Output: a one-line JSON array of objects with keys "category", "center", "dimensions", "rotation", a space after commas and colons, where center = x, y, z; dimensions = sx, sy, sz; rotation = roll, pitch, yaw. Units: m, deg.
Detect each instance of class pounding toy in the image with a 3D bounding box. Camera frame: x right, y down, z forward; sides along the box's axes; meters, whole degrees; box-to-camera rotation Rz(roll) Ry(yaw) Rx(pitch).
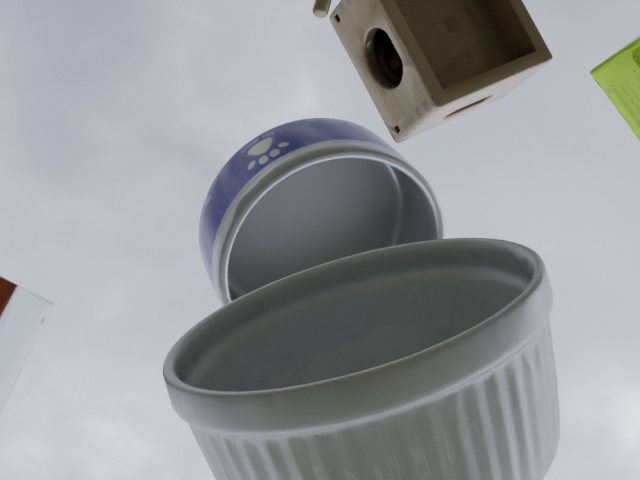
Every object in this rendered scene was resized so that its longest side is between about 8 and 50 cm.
[{"category": "pounding toy", "center": [0.058, -0.194, 0.820], "dimensions": [0.181, 0.094, 0.206], "rotation": [-26, -95, -25]}]

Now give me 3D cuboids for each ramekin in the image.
[{"category": "ramekin", "center": [0.029, 0.084, 0.527], "dimensions": [0.207, 0.207, 0.109], "rotation": [-21, -77, -20]}]

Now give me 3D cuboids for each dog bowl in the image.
[{"category": "dog bowl", "center": [0.000, 0.000, 1.102], "dimensions": [0.265, 0.265, 0.104], "rotation": [-13, -148, -16]}]

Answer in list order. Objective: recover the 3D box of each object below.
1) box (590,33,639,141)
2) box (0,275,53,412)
[{"category": "box", "center": [0.230, -0.086, 0.500], "dimensions": [0.042, 0.178, 0.109], "rotation": [-36, -90, -24]}, {"category": "box", "center": [-0.481, 0.078, 0.971], "dimensions": [0.345, 0.168, 0.215], "rotation": [24, -101, 1]}]
